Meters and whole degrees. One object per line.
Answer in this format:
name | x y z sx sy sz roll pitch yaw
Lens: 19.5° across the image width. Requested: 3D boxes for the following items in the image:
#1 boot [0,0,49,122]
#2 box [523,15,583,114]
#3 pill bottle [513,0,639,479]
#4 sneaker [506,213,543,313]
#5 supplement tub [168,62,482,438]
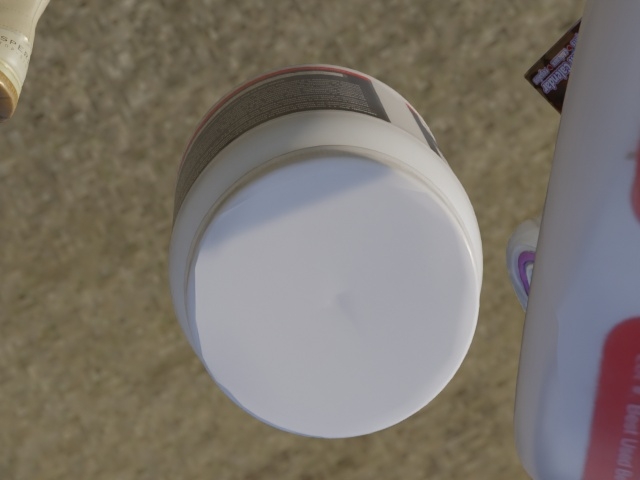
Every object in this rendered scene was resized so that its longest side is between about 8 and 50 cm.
boot | -0.333 -0.193 1.544 0.262 0.203 0.095 1 144 26
box | 0.341 -0.165 1.741 0.057 0.201 0.293 -43 178 -34
pill bottle | 0.255 0.012 0.573 0.363 0.210 0.210 12 162 10
sneaker | 0.249 0.025 1.232 0.305 0.152 0.114 19 150 -27
supplement tub | 0.000 0.000 1.181 0.191 0.191 0.272 -30 -166 5
